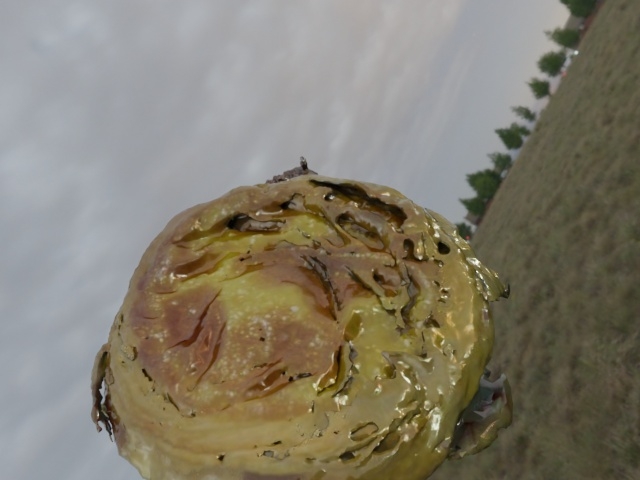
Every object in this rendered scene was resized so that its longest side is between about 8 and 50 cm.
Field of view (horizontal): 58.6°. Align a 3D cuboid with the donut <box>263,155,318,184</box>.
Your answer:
[{"bbox_3d":[0.002,0.000,0.706,0.085,0.217,0.141,-21,-58,-24],"label":"donut"}]

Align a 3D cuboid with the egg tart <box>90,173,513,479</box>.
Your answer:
[{"bbox_3d":[-0.010,0.072,0.405,0.297,0.297,0.132,-51,-37,-38],"label":"egg tart"}]
